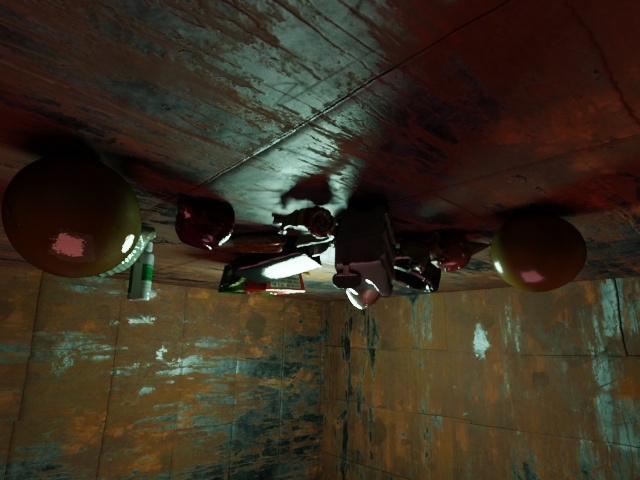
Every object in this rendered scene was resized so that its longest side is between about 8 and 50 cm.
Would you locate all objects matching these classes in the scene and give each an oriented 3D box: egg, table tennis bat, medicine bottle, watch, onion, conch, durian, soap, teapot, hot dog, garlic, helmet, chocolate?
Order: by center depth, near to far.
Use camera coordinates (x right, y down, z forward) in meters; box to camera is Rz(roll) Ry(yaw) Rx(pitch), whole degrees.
[{"bbox_3d":[-0.583,-0.055,0.979,0.282,0.283,0.351,5,164,-14],"label":"egg"},{"bbox_3d":[0.076,0.105,1.184,0.086,0.013,0.156,1,148,5],"label":"table tennis bat"},{"bbox_3d":[-0.383,-0.057,1.290,0.195,0.140,0.218,4,164,18],"label":"onion"},{"bbox_3d":[0.698,0.037,1.306,0.322,0.250,0.250,-4,170,-28],"label":"egg"},{"bbox_3d":[0.160,0.043,1.354,0.156,0.262,0.446,1,167,13],"label":"soap"},{"bbox_3d":[-0.057,-0.037,1.375,0.164,0.102,0.268,23,158,-33],"label":"watch"},{"bbox_3d":[-0.062,-0.060,1.456,0.220,0.019,0.130,4,165,-17],"label":"table tennis bat"},{"bbox_3d":[-0.797,0.031,1.513,0.319,0.215,0.303,10,174,-29],"label":"conch"},{"bbox_3d":[0.002,0.009,1.591,0.090,0.092,0.124,-12,177,-18],"label":"teapot"},{"bbox_3d":[-0.243,0.010,1.649,0.235,0.062,0.092,1,142,18],"label":"hot dog"},{"bbox_3d":[-0.787,0.133,1.796,0.095,0.260,0.095,0,168,0],"label":"medicine bottle"},{"bbox_3d":[0.417,0.112,1.808,0.279,0.161,0.230,40,158,-31],"label":"helmet"},{"bbox_3d":[0.195,0.166,1.844,0.249,0.286,0.313,-16,158,17],"label":"garlic"},{"bbox_3d":[-0.366,0.127,2.010,0.375,0.107,0.132,-33,161,25],"label":"durian"},{"bbox_3d":[-0.316,0.216,2.247,0.341,0.162,0.360,-8,169,33],"label":"chocolate"}]

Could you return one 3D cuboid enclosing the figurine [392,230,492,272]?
[{"bbox_3d":[0.455,0.038,1.560,0.386,0.166,0.207,-6,-162,20],"label":"figurine"}]

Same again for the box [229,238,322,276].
[{"bbox_3d":[-0.188,0.103,1.831,0.350,0.091,0.359,-16,161,10],"label":"box"}]

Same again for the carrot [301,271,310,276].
[{"bbox_3d":[-0.101,0.202,2.477,0.035,0.036,0.165,-6,167,27],"label":"carrot"}]

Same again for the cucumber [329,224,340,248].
[{"bbox_3d":[0.089,0.016,1.580,0.096,0.096,0.359,-2,166,14],"label":"cucumber"}]
